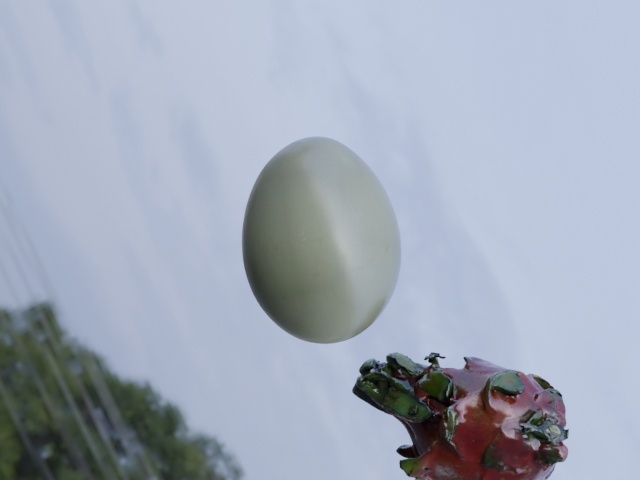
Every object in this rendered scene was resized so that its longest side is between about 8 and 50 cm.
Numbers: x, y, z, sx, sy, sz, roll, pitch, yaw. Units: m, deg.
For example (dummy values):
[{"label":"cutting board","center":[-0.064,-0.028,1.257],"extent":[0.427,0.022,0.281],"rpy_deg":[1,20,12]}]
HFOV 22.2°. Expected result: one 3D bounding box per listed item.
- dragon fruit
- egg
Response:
[{"label":"dragon fruit","center":[0.178,0.218,2.042],"extent":[0.269,0.198,0.200],"rpy_deg":[36,-34,-4]},{"label":"egg","center":[0.000,0.000,1.900],"extent":[0.186,0.186,0.241],"rpy_deg":[154,-72,-75]}]
